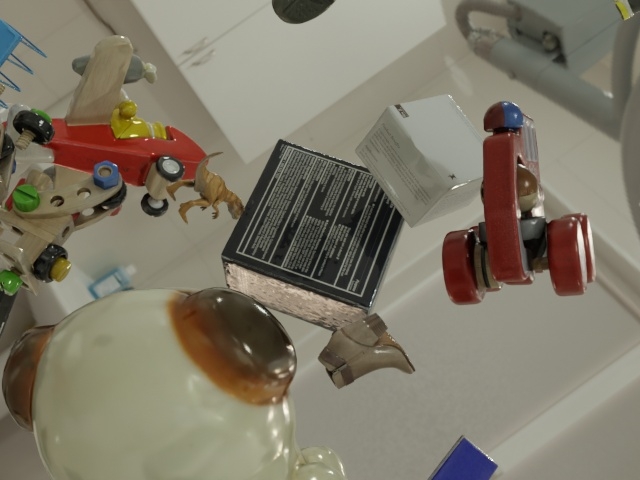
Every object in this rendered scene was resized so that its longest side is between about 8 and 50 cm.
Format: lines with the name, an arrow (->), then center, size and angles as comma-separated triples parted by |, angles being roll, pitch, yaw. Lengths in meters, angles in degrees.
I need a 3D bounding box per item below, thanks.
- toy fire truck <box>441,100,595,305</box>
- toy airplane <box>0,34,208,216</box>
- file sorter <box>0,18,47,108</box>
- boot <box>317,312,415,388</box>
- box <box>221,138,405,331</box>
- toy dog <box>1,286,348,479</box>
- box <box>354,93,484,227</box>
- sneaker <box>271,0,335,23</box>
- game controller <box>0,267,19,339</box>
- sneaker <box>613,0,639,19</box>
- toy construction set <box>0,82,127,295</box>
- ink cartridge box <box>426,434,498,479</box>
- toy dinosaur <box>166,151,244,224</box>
toy fire truck -> 0.262, -0.053, 0.968 | 0.302, 0.169, 0.254 | -9, 91, -65
toy airplane -> -0.475, -0.226, 1.495 | 0.384, 0.386, 0.272 | 59, 20, -50
file sorter -> -0.589, -0.307, 1.267 | 0.118, 0.170, 0.104 | 39, 3, 15
boot -> 0.050, 0.137, 0.814 | 0.118, 0.087, 0.042 | 54, -7, -31
box -> 0.000, 0.000, 1.423 | 0.294, 0.296, 0.183 | 19, -28, 9
toy dog -> -0.117, 0.238, 0.542 | 0.395, 0.284, 0.408 | 19, 59, -59
box -> 0.192, -0.143, 1.257 | 0.181, 0.182, 0.119 | 56, -44, 15
sneaker -> -0.021, -0.401, 1.020 | 0.130, 0.228, 0.087 | 13, -16, 45
game controller -> -0.820, 0.220, 1.737 | 0.067, 0.319, 0.166 | 21, -3, -2
sneaker -> 0.249, -0.200, 0.554 | 0.031, 0.035, 0.083 | 50, 46, -31
toy construction set -> -0.472, -0.032, 1.107 | 0.257, 0.237, 0.309 | 32, -28, -20
ink cartridge box -> 0.155, 0.349, 0.955 | 0.069, 0.176, 0.371 | 37, -8, 20
toy dinosaur -> -0.177, -0.086, 1.093 | 0.064, 0.112, 0.211 | 62, 0, 20
